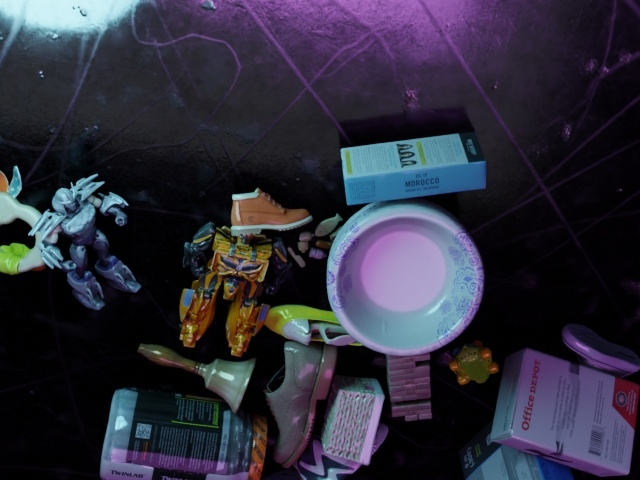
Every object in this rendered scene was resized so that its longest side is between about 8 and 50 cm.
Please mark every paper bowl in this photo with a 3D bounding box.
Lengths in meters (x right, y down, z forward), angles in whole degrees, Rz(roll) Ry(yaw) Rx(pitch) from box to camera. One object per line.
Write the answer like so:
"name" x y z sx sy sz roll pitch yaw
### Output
"paper bowl" 0.152 0.059 1.515 0.284 0.148 0.284 0 106 0

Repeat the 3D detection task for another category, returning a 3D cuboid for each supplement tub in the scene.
"supplement tub" -0.297 0.442 1.778 0.338 0.207 0.207 10 126 -10

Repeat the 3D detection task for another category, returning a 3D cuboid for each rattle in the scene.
"rattle" -0.554 -0.042 1.509 0.130 0.143 0.200 -17 91 18

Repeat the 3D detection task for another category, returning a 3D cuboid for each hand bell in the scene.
"hand bell" -0.270 0.267 1.732 0.242 0.126 0.126 21 124 -2

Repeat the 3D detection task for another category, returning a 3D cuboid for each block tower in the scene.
"block tower" 0.183 0.240 1.721 0.090 0.097 0.335 -7 126 1

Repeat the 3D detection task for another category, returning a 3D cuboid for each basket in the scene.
"basket" 0.067 0.389 1.783 0.103 0.113 0.167 11 99 -7

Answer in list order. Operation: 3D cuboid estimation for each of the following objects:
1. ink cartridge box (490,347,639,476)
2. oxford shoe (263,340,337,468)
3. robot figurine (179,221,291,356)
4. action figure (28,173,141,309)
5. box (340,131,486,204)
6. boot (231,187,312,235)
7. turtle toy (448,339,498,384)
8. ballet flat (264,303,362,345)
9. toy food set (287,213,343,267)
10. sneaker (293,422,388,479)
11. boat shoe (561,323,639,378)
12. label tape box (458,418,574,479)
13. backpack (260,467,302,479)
"ink cartridge box" 0.519 0.367 1.735 0.272 0.197 0.114 19 158 -7
"oxford shoe" -0.066 0.353 1.789 0.130 0.123 0.348 15 116 -6
"robot figurine" -0.176 0.094 1.594 0.211 0.085 0.291 12 126 -12
"action figure" -0.422 0.003 1.480 0.185 0.099 0.285 -40 147 -26
"box" 0.161 -0.128 1.434 0.244 0.100 0.060 -7 129 2
"boot" -0.090 -0.057 1.501 0.157 0.059 0.085 -6 92 -23
"turtle toy" 0.334 0.267 1.766 0.095 0.066 0.130 -23 126 14
"ballet flat" -0.006 0.181 1.675 0.231 0.077 0.077 6 128 -7
"toy food set" 0.000 0.000 1.576 0.122 0.019 0.078 -30 124 9
"sneaker" 0.034 0.476 1.896 0.235 0.153 0.094 -43 167 -7
"boat shoe" 0.595 0.253 1.759 0.226 0.083 0.076 26 121 -22
"label tape box" 0.417 0.572 1.888 0.115 0.249 0.348 26 122 -21
"backpack" -0.082 0.680 1.948 0.263 0.276 0.213 -28 94 26
